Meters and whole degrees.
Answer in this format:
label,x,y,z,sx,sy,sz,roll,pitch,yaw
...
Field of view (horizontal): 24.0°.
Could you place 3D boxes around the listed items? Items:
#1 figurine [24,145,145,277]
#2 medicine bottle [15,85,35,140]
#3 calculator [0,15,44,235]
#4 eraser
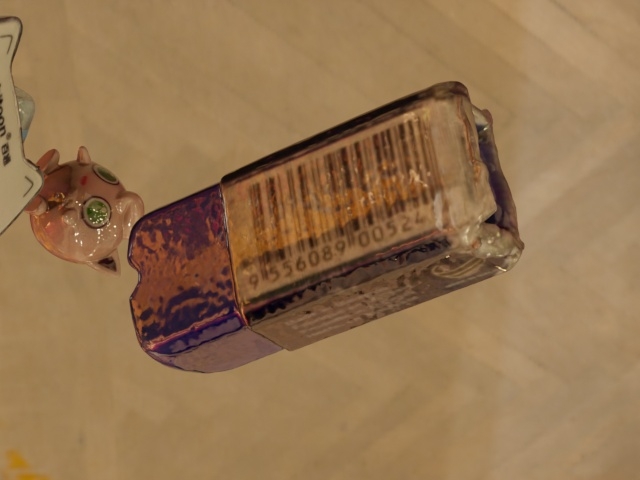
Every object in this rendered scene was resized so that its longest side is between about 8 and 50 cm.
label,x,y,z,sx,sy,sz,roll,pitch,yaw
figurine,-0.273,-0.034,1.736,0.138,0.125,0.125,34,119,-28
medicine bottle,-0.364,-0.064,1.543,0.090,0.054,0.208,10,112,-41
calculator,-0.272,-0.033,0.951,0.040,0.268,0.177,13,124,22
eraser,0.000,0.000,1.240,0.332,0.155,0.101,-22,149,23
